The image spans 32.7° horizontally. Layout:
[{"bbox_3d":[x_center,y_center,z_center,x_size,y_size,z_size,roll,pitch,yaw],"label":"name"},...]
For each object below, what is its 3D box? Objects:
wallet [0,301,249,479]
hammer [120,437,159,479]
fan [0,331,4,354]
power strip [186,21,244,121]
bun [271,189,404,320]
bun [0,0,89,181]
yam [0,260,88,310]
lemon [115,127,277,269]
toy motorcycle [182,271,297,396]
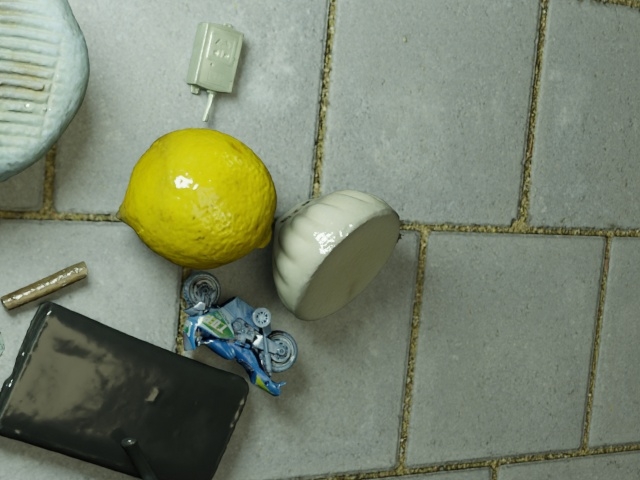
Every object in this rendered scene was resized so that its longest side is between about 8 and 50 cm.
[{"bbox_3d":[-0.329,0.275,1.839,0.406,0.062,0.228,27,84,-30],"label":"wallet"},{"bbox_3d":[-0.277,0.417,1.851,0.103,0.029,0.246,-20,126,-4],"label":"hammer"},{"bbox_3d":[-0.563,0.175,1.717,0.131,0.009,0.240,-3,99,-28],"label":"fan"},{"bbox_3d":[-0.183,-0.287,1.848,0.075,0.042,0.175,10,92,-32],"label":"power strip"},{"bbox_3d":[0.000,0.000,1.936,0.263,0.175,0.263,-39,155,-22],"label":"bun"},{"bbox_3d":[-0.516,-0.251,1.561,0.362,0.211,0.361,-4,98,-32],"label":"bun"},{"bbox_3d":[-0.443,0.074,1.756,0.145,0.032,0.032,-25,109,-23],"label":"yam"},{"bbox_3d":[-0.188,-0.065,1.774,0.254,0.228,0.228,15,90,-36],"label":"lemon"},{"bbox_3d":[-0.152,0.170,1.903,0.254,0.092,0.135,38,74,-16],"label":"toy motorcycle"}]
